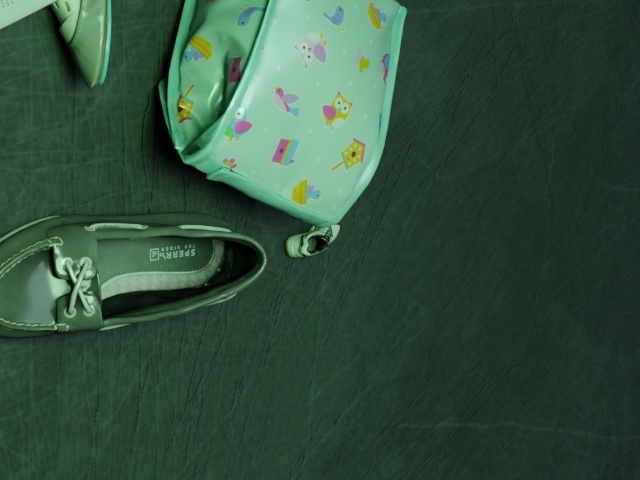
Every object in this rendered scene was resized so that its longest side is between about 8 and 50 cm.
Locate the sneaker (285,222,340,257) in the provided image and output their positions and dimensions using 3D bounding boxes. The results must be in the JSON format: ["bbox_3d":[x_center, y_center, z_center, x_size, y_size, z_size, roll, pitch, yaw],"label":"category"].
[{"bbox_3d":[0.000,0.000,1.917,0.083,0.037,0.032,-32,115,-42],"label":"sneaker"}]

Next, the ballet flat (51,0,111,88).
[{"bbox_3d":[-0.230,-0.253,1.632,0.068,0.072,0.213,7,89,-20],"label":"ballet flat"}]

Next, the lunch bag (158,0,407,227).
[{"bbox_3d":[-0.041,-0.162,1.767,0.223,0.160,0.262,27,69,-46],"label":"lunch bag"}]

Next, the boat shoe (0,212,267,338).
[{"bbox_3d":[-0.193,0.028,1.671,0.335,0.095,0.112,-11,103,-46],"label":"boat shoe"}]

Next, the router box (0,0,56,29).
[{"bbox_3d":[-0.340,-0.327,1.398,0.301,0.082,0.335,-46,125,-58],"label":"router box"}]
